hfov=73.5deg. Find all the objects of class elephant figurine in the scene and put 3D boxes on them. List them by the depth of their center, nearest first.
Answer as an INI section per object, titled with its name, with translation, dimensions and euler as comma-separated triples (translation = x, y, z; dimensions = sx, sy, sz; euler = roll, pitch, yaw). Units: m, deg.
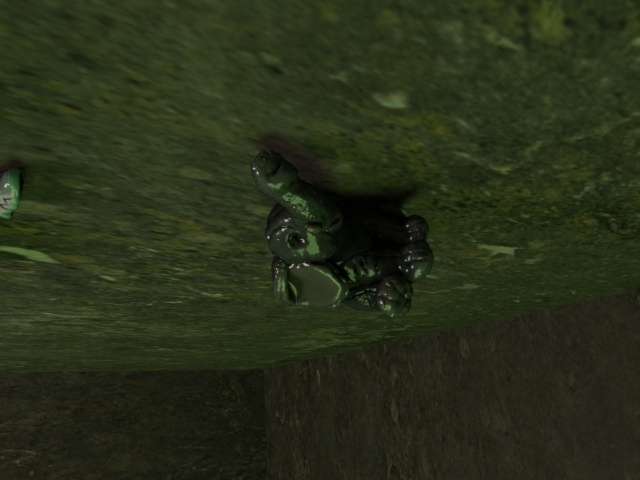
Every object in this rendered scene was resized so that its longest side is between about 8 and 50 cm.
[elephant figurine]
translation = 0.000, 0.000, 0.530
dimensions = 0.240, 0.185, 0.169
euler = 15, -164, -20

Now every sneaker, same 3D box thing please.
[sneaker]
translation = -0.346, -0.051, 0.433
dimensions = 0.069, 0.038, 0.098
euler = 13, 152, -39
